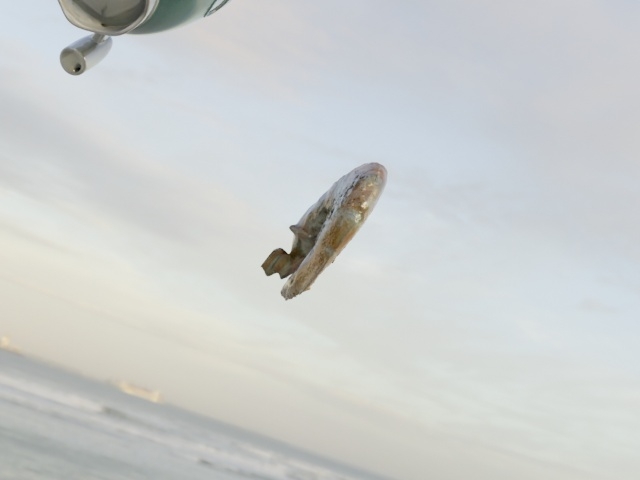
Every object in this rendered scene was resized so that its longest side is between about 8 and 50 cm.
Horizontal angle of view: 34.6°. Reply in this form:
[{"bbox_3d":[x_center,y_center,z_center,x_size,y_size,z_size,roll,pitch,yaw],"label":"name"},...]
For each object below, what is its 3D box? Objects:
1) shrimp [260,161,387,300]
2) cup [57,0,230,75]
[{"bbox_3d":[-0.003,-0.003,0.935,0.052,0.132,0.187,40,-39,-2],"label":"shrimp"},{"bbox_3d":[-0.176,-0.274,1.002,0.167,0.173,0.299,39,-57,-4],"label":"cup"}]
